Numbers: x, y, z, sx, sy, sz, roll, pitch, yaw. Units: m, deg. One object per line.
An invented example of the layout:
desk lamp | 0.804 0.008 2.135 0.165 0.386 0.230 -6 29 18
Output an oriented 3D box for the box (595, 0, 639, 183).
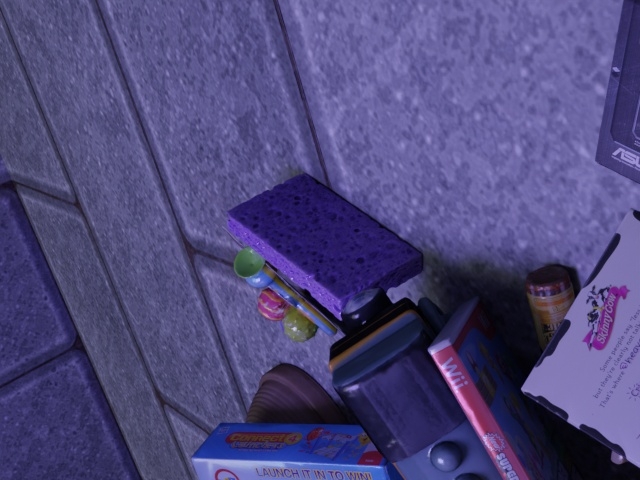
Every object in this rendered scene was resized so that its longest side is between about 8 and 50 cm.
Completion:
box | 0.282 -0.083 0.525 0.231 0.056 0.183 36 143 38

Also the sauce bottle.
sauce bottle | 0.217 0.086 0.808 0.042 0.042 0.128 13 128 55

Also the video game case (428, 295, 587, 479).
video game case | 0.195 0.195 0.816 0.025 0.204 0.285 -31 87 18

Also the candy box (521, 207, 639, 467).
candy box | 0.275 0.097 0.593 0.233 0.159 0.071 32 -179 42

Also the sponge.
sponge | 0.000 0.000 1.007 0.210 0.117 0.031 36 145 39

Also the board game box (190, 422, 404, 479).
board game box | 0.007 0.406 1.262 0.308 0.086 0.301 -5 114 29

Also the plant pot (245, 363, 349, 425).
plant pot | -0.045 0.321 1.388 0.237 0.110 0.237 38 144 34

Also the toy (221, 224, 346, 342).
toy | -0.042 0.083 1.117 0.137 0.056 0.237 38 170 38

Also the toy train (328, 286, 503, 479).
toy train | 0.127 0.199 0.872 0.334 0.142 0.190 56 -172 -8

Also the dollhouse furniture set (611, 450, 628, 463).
dollhouse furniture set | 0.353 0.257 0.686 0.212 0.161 0.242 18 108 52
